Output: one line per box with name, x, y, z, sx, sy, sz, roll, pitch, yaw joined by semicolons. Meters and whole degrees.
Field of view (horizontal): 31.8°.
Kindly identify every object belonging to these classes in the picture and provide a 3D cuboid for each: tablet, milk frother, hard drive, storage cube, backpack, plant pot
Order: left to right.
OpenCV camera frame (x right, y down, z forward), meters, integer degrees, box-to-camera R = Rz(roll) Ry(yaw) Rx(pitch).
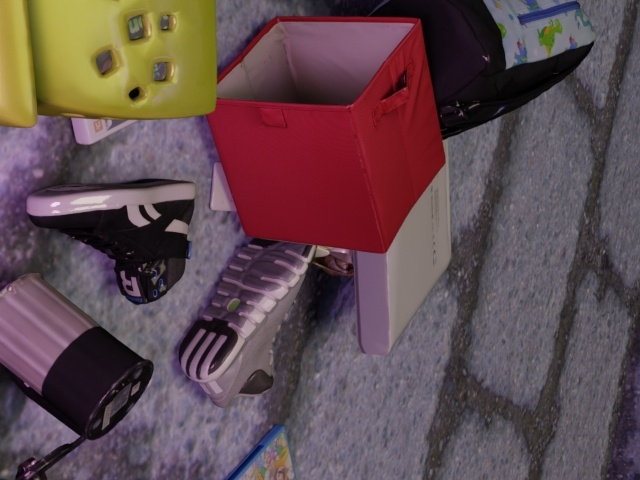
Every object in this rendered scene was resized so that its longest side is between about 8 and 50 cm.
plant pot;-0.228;-0.198;0.838;0.207;0.227;0.228;-21;115;-48
milk frother;-0.243;0.124;0.951;0.143;0.135;0.129;-33;154;-56
tablet;-0.098;-0.060;1.280;0.083;0.006;0.054;2;95;-59
storage cube;0.011;-0.121;1.247;0.183;0.215;0.193;-55;141;-41
hard drive;0.117;-0.018;1.532;0.353;0.047;0.233;-44;133;-64
backpack;0.199;-0.259;1.450;0.356;0.290;0.273;-9;75;-38

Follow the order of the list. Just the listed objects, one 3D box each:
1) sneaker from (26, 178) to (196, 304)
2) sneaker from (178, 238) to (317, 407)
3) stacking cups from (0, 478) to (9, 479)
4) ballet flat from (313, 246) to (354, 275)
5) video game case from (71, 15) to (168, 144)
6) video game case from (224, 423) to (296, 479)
sneaker;-0.189;0.006;1.071;0.217;0.079;0.121;-10;104;-59
sneaker;-0.070;0.095;1.298;0.228;0.086;0.132;-52;143;-26
stacking cups;-0.299;0.227;0.929;0.096;0.096;0.316;-64;143;-28
ballet flat;0.000;0.000;1.394;0.206;0.067;0.073;20;80;-58
video game case;-0.185;-0.205;1.090;0.190;0.022;0.173;-39;128;-49
video game case;-0.082;0.321;1.377;0.166;0.015;0.119;-42;131;-47
